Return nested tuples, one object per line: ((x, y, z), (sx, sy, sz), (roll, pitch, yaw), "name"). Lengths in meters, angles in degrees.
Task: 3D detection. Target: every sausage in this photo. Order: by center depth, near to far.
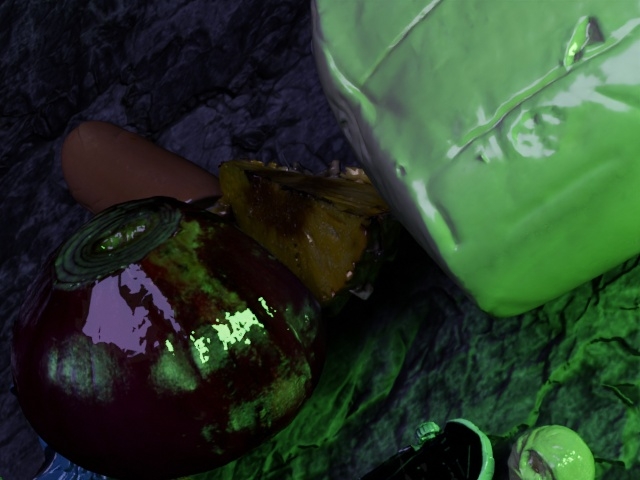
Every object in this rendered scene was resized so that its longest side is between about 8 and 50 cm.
((-0.217, -0.061, 1.832), (0.304, 0.121, 0.121), (29, 84, 46), "sausage")

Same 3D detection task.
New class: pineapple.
((0.005, -0.001, 1.626), (0.334, 0.158, 0.161), (15, 113, 48), "pineapple")

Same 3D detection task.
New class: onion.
((-0.179, 0.118, 1.535), (0.336, 0.282, 0.260), (14, 45, 33), "onion")

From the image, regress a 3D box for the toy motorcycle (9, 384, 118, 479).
((-0.297, 0.241, 1.715), (0.182, 0.123, 0.272), (6, 67, 30), "toy motorcycle")

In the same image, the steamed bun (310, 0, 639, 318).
((0.207, -0.166, 1.430), (0.371, 0.290, 0.456), (-32, 57, 24), "steamed bun")

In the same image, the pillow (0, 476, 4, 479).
((-0.380, 0.393, 1.590), (0.283, 0.138, 0.310), (-39, 72, 41), "pillow")

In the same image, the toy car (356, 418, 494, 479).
((0.083, 0.252, 1.435), (0.205, 0.056, 0.095), (-37, 46, 11), "toy car")

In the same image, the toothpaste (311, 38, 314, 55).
((0.113, -0.166, 1.671), (0.323, 0.066, 0.100), (36, 88, 38), "toothpaste")

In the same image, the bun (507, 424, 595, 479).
((0.207, 0.207, 1.361), (0.086, 0.055, 0.086), (-21, 52, 30), "bun")

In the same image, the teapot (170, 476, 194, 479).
((-0.187, 0.330, 1.574), (0.245, 0.116, 0.159), (-33, 60, 17), "teapot")
